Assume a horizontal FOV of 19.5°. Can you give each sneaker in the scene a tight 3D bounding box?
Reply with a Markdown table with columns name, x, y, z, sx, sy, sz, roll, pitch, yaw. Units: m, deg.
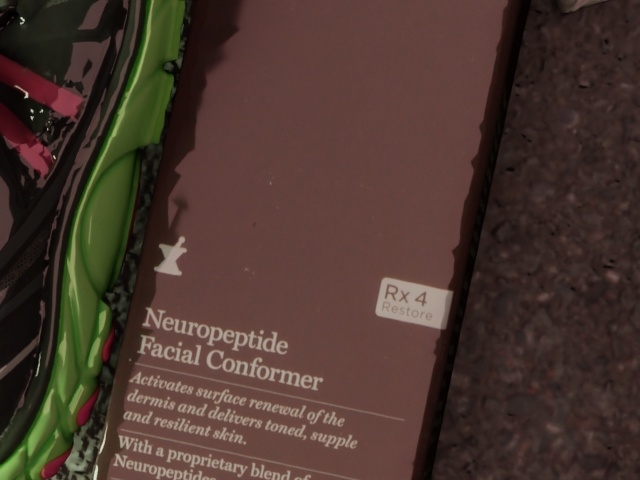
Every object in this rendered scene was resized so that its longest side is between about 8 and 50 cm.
| name | x | y | z | sx | sy | sz | roll | pitch | yaw |
| --- | --- | --- | --- | --- | --- | --- | --- | --- | --- |
| sneaker | -0.202 | -0.087 | 1.091 | 0.202 | 0.185 | 0.483 | 12 | 83 | -22 |

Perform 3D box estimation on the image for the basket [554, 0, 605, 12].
| name | x | y | z | sx | sy | sz | roll | pitch | yaw |
| --- | --- | --- | --- | --- | --- | --- | --- | --- | --- |
| basket | 0.209 | -0.219 | 1.124 | 0.167 | 0.113 | 0.103 | -16 | 81 | 5 |

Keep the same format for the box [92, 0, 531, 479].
| name | x | y | z | sx | sy | sz | roll | pitch | yaw |
| --- | --- | --- | --- | --- | --- | --- | --- | --- | --- |
| box | 0.000 | 0.000 | 1.116 | 0.191 | 0.143 | 0.381 | 11 | 85 | 7 |
